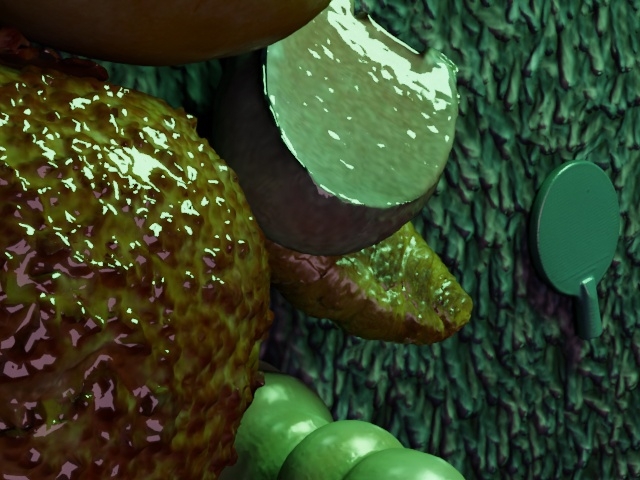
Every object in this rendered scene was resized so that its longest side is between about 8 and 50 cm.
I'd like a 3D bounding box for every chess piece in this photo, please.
[{"bbox_3d":[0.003,0.160,0.923,0.133,0.243,0.133,-9,104,-38],"label":"chess piece"}]

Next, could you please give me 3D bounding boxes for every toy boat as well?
[{"bbox_3d":[0.002,-0.072,0.928,0.155,0.085,0.227,40,38,-13],"label":"toy boat"}]

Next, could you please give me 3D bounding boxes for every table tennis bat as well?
[{"bbox_3d":[0.212,0.009,1.207,0.100,0.019,0.155,-27,115,-32],"label":"table tennis bat"}]

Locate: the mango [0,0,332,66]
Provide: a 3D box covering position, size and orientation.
[{"bbox_3d":[-0.132,-0.208,0.742,0.384,0.199,0.222,15,58,-50],"label":"mango"}]

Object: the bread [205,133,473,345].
[{"bbox_3d":[0.000,0.000,0.986,0.233,0.076,0.105,33,56,-27],"label":"bread"}]

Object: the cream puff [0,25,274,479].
[{"bbox_3d":[-0.175,0.069,0.732,0.350,0.229,0.350,-14,131,-16],"label":"cream puff"}]
